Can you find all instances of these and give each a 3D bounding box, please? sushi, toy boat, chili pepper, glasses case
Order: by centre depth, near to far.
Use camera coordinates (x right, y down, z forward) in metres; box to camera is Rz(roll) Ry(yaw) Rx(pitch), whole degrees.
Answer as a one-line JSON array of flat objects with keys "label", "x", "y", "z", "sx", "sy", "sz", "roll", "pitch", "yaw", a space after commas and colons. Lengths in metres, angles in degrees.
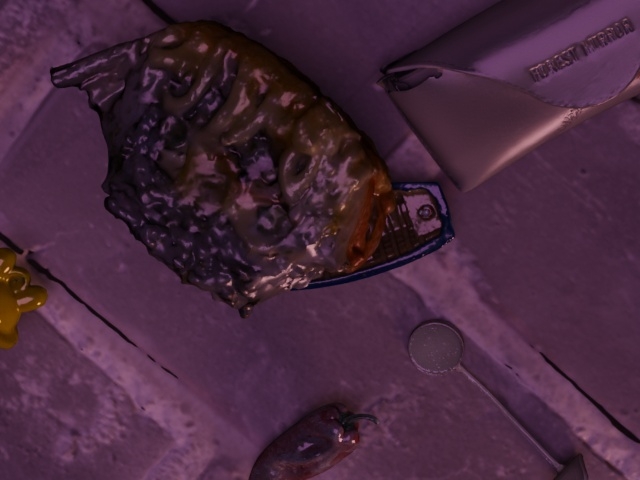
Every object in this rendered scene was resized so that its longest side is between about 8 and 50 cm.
[{"label": "glasses case", "x": 0.203, "y": -0.149, "z": 1.156, "sx": 0.308, "sy": 0.083, "sz": 0.128, "roll": -27, "pitch": 100, "yaw": 14}, {"label": "sushi", "x": -0.076, "y": -0.066, "z": 1.170, "sx": 0.274, "sy": 0.139, "sz": 0.184, "roll": 41, "pitch": 95, "yaw": 12}, {"label": "toy boat", "x": 0.000, "y": 0.000, "z": 1.243, "sx": 0.229, "sy": 0.046, "sz": 0.080, "roll": -16, "pitch": 104, "yaw": 12}, {"label": "chili pepper", "x": -0.011, "y": 0.186, "z": 1.300, "sx": 0.153, "sy": 0.041, "sz": 0.050, "roll": -39, "pitch": 77, "yaw": 31}]

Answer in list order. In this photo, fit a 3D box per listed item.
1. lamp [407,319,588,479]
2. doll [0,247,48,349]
[{"label": "lamp", "x": 0.152, "y": 0.148, "z": 1.265, "sx": 0.198, "sy": 0.056, "sz": 0.050, "roll": 43, "pitch": 109, "yaw": -2}, {"label": "doll", "x": -0.351, "y": 0.090, "z": 1.287, "sx": 0.241, "sy": 0.099, "sz": 0.135, "roll": -31, "pitch": 77, "yaw": 13}]
